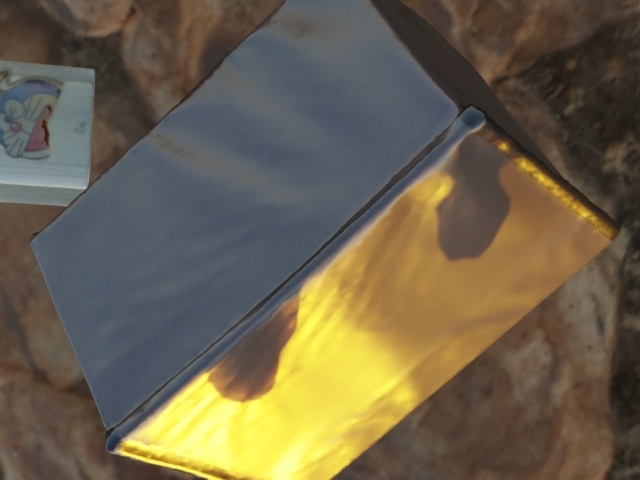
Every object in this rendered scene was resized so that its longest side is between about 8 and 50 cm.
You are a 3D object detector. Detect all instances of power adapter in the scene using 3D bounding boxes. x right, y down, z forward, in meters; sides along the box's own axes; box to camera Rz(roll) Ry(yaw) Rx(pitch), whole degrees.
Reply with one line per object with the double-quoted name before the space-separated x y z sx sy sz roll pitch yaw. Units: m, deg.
"power adapter" -0.334 -0.109 1.336 0.205 0.130 0.125 3 168 -14

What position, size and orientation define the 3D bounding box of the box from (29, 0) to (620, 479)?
"box" 0.000 0.000 0.746 0.252 0.188 0.153 -42 53 15
